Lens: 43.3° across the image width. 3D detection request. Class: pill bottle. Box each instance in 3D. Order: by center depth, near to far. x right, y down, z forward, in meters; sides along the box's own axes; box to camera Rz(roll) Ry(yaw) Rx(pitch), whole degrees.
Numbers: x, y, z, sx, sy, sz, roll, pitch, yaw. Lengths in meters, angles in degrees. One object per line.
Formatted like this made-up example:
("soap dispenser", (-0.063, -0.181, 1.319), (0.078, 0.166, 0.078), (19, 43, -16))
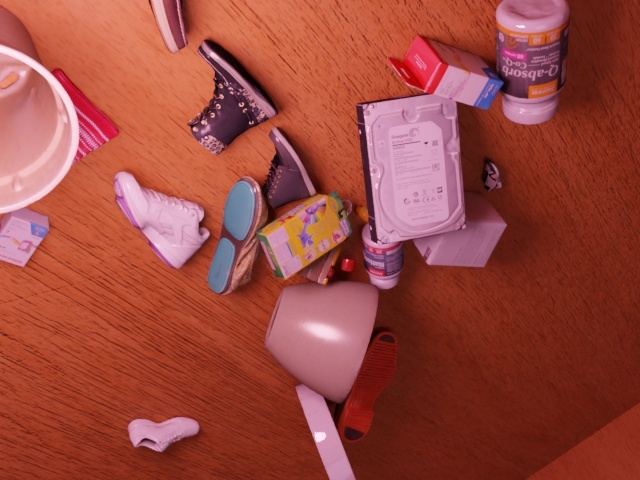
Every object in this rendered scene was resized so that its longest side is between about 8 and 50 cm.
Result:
("pill bottle", (0.486, -0.417, 1.855), (0.162, 0.162, 0.278), (-19, 133, -7))
("pill bottle", (0.168, 0.040, 2.149), (0.108, 0.108, 0.180), (-16, 133, -9))

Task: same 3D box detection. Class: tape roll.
("tape roll", (0.025, 0.597, 2.377), (0.072, 0.392, 0.392), (-20, 134, -5))

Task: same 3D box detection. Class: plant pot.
("plant pot", (-0.612, -0.263, 1.418), (0.334, 0.305, 0.333), (-12, 131, -14))

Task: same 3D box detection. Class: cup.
("cup", (-0.013, 0.239, 2.135), (0.237, 0.331, 0.331), (18, 123, -6))

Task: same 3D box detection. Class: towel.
("towel", (-0.581, -0.213, 1.665), (0.275, 0.031, 0.199), (-33, 133, 6))

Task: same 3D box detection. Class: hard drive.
("hard drive", (0.220, -0.174, 1.917), (0.237, 0.064, 0.338), (-10, 103, -14))

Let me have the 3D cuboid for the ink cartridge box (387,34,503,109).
("ink cartridge box", (0.280, -0.383, 1.813), (0.231, 0.134, 0.078), (9, 125, -30))

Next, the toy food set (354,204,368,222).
("toy food set", (0.204, -0.116, 2.062), (0.232, 0.104, 0.111), (-46, 119, -5))

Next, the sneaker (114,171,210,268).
("sneaker", (-0.363, -0.070, 1.847), (0.152, 0.114, 0.305), (-39, 138, -7))

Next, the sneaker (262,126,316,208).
("sneaker", (-0.097, -0.159, 1.881), (0.118, 0.083, 0.222), (-27, 135, 1))

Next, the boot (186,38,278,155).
("boot", (-0.222, -0.295, 1.711), (0.179, 0.085, 0.236), (-36, 134, 13))

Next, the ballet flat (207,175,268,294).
("ballet flat", (-0.185, -0.016, 1.960), (0.123, 0.123, 0.348), (3, 126, -25))

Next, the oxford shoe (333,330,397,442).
("oxford shoe", (0.121, 0.427, 2.465), (0.130, 0.133, 0.363), (18, 101, -28))

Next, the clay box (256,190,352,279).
("clay box", (-0.034, -0.018, 1.931), (0.222, 0.053, 0.127), (-34, 115, -26))

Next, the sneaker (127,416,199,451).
("sneaker", (-0.453, 0.575, 2.355), (0.212, 0.094, 0.080), (3, 126, -26))

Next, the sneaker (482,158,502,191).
("sneaker", (0.450, -0.170, 2.136), (0.044, 0.040, 0.109), (-26, 134, 2))

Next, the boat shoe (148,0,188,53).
("boat shoe", (-0.269, -0.512, 1.483), (0.123, 0.123, 0.342), (-13, 126, -10))

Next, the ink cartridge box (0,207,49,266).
("ink cartridge box", (-0.672, -0.010, 1.786), (0.088, 0.052, 0.122), (24, 118, -37))

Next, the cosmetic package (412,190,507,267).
("cosmetic package", (0.359, -0.033, 2.137), (0.184, 0.151, 0.151), (4, 126, -27))

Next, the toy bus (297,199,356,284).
("toy bus", (-0.009, 0.009, 2.047), (0.202, 0.104, 0.191), (-25, 111, -24))
